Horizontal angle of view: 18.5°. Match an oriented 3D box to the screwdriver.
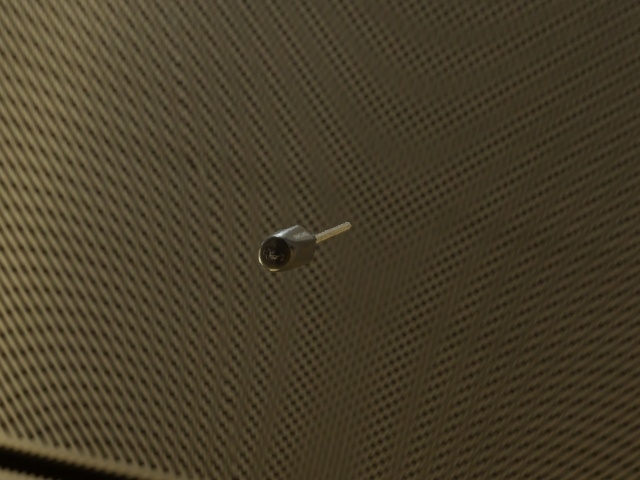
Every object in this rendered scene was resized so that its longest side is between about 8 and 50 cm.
[{"bbox_3d":[0.000,0.000,1.080,0.025,0.170,0.024,13,-81,17],"label":"screwdriver"}]
